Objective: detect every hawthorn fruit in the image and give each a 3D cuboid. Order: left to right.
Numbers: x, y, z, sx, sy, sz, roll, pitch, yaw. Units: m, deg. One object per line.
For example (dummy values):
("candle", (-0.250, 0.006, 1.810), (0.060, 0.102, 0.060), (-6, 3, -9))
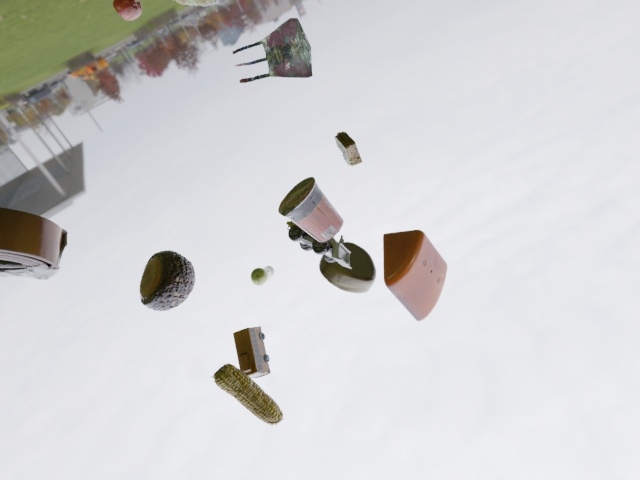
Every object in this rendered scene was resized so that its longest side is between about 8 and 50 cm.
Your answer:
("hawthorn fruit", (-0.640, -0.774, 1.539), (0.093, 0.093, 0.093), (-20, -150, 12))

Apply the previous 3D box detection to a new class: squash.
("squash", (-0.268, 0.162, 2.164), (0.083, 0.083, 0.250), (-24, 178, 5))

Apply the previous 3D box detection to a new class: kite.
("kite", (-0.184, -0.668, 1.708), (0.360, 0.204, 0.022), (-3, -157, 35))

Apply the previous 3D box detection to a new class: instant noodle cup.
("instant noodle cup", (-0.017, -0.069, 1.166), (0.127, 0.135, 0.127), (-36, -153, 21))

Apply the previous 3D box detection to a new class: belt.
("belt", (-0.815, 0.011, 1.142), (0.338, 0.217, 0.122), (3, -115, -10))

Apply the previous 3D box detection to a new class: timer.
("timer", (0.327, 0.124, 1.661), (0.161, 0.257, 0.250), (-13, -137, 38))

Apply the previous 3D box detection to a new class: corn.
("corn", (-0.266, 0.581, 1.752), (0.102, 0.313, 0.102), (-48, -177, 3))

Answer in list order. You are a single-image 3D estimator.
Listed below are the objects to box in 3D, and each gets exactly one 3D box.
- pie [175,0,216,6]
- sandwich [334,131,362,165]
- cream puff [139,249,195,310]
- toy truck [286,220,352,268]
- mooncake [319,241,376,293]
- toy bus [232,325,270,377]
("pie", (-0.439, -0.815, 1.398), (0.323, 0.323, 0.071), (10, -98, 48))
("sandwich", (0.077, -0.258, 1.316), (0.035, 0.093, 0.105), (-28, -133, -3))
("cream puff", (-0.580, 0.156, 1.776), (0.239, 0.164, 0.239), (-22, -122, 40))
("toy truck", (0.000, 0.000, 1.655), (0.285, 0.136, 0.111), (27, -96, 31))
("mooncake", (0.116, 0.116, 1.865), (0.117, 0.234, 0.235), (-58, -167, 32))
("toy bus", (-0.283, 0.462, 1.912), (0.098, 0.114, 0.201), (-23, -109, 27))
